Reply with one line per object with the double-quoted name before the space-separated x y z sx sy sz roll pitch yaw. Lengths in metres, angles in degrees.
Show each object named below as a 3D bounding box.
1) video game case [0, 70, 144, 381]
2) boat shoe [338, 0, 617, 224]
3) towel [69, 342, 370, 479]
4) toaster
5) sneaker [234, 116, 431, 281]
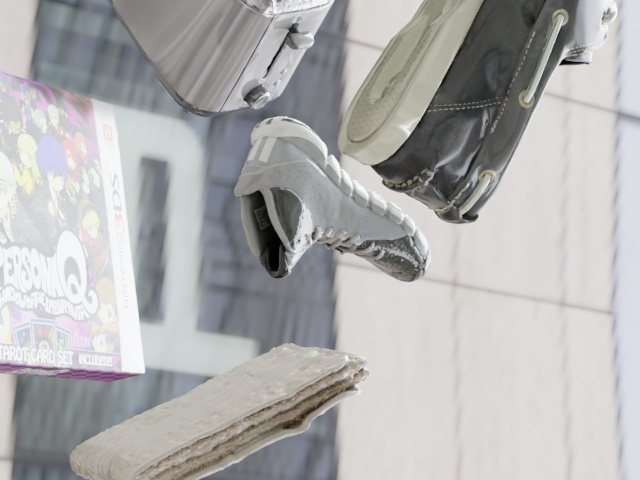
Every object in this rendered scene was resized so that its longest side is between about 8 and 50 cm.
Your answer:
"video game case" -0.209 -0.010 1.362 0.042 0.232 0.210 -13 -102 25
"boat shoe" 0.101 -0.117 0.923 0.233 0.079 0.084 -57 -164 -7
"towel" -0.100 0.179 1.944 0.187 0.282 0.049 2 -66 65
"toaster" -0.088 -0.224 1.591 0.227 0.129 0.146 57 -47 18
"sneaker" 0.000 0.000 1.845 0.086 0.229 0.132 -21 -144 49
